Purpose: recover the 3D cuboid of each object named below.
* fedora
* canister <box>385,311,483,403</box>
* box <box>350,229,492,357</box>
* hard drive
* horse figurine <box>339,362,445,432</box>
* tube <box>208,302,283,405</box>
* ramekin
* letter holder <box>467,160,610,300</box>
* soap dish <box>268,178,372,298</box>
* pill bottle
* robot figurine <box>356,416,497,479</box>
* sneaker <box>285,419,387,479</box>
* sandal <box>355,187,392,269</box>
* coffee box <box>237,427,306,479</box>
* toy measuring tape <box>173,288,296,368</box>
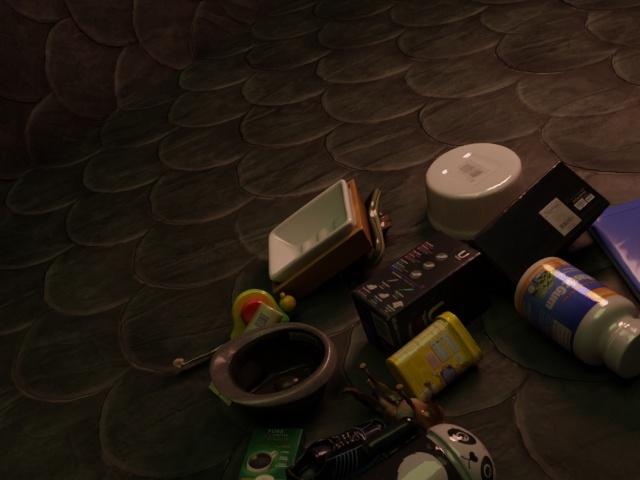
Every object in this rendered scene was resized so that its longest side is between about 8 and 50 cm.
[{"bbox_3d":[-0.094,0.299,1.628,0.276,0.124,0.244,-22,38,-18],"label":"fedora"},{"bbox_3d":[0.235,0.247,1.552,0.170,0.126,0.073,-35,-1,-17],"label":"canister"},{"bbox_3d":[0.229,0.129,1.665,0.270,0.165,0.143,-33,38,-17],"label":"box"},{"bbox_3d":[0.761,0.014,1.676,0.210,0.040,0.318,-17,36,4],"label":"hard drive"},{"bbox_3d":[0.164,0.328,1.470,0.263,0.174,0.066,2,43,47],"label":"horse figurine"},{"bbox_3d":[-0.173,0.260,1.730,0.240,0.062,0.070,-58,4,-6],"label":"tube"},{"bbox_3d":[0.407,-0.137,1.952,0.277,0.135,0.277,-12,37,9],"label":"ramekin"},{"bbox_3d":[0.490,-0.001,1.744,0.302,0.214,0.152,-39,72,-15],"label":"letter holder"},{"bbox_3d":[0.000,0.000,1.906,0.291,0.118,0.228,-37,31,21],"label":"soap dish"},{"bbox_3d":[0.537,0.156,1.504,0.152,0.152,0.272,-31,37,-15],"label":"pill bottle"},{"bbox_3d":[0.173,0.438,1.285,0.278,0.209,0.174,-30,25,-14],"label":"robot figurine"},{"bbox_3d":[0.035,0.415,1.449,0.232,0.090,0.081,-35,39,-19],"label":"sneaker"},{"bbox_3d":[0.142,-0.022,1.972,0.120,0.086,0.302,-52,23,34],"label":"sandal"},{"bbox_3d":[-0.101,0.462,1.494,0.113,0.040,0.184,-5,39,18],"label":"coffee box"},{"bbox_3d":[-0.218,0.198,1.814,0.330,0.121,0.121,-23,36,-5],"label":"toy measuring tape"}]
